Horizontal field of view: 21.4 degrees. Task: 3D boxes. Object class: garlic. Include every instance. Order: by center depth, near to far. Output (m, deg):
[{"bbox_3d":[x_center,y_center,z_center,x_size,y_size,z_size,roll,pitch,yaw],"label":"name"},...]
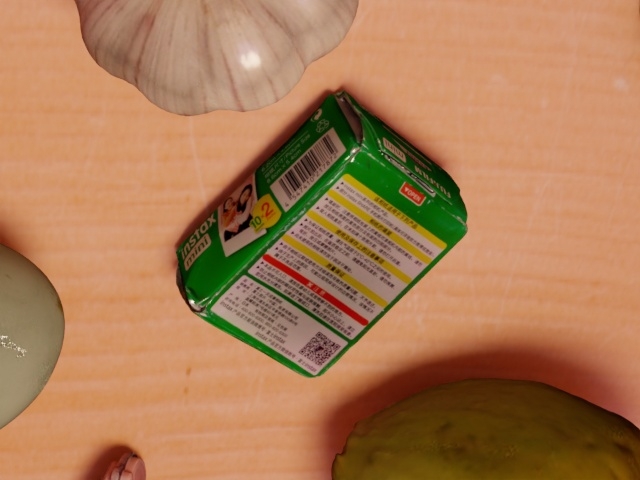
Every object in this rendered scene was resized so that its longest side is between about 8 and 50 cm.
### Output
[{"bbox_3d":[-0.089,-0.200,1.419,0.245,0.245,0.253,-16,162,-5],"label":"garlic"}]

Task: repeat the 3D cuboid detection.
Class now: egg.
[{"bbox_3d":[-0.366,0.097,1.508,0.283,0.203,0.203,-15,126,-1],"label":"egg"}]

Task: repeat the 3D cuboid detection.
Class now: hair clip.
[{"bbox_3d":[-0.199,0.293,1.750,0.102,0.123,0.138,31,116,-9],"label":"hair clip"}]

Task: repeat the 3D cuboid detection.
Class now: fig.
[{"bbox_3d":[0.176,0.288,1.735,0.343,0.343,0.343,-8,124,-11],"label":"fig"}]

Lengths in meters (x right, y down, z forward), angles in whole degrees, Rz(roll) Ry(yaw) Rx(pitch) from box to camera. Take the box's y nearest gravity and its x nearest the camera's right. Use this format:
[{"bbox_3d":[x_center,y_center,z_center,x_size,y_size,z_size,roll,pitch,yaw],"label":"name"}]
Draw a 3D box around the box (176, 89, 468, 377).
[{"bbox_3d":[0.000,0.000,1.614,0.180,0.103,0.250,35,109,-32],"label":"box"}]
